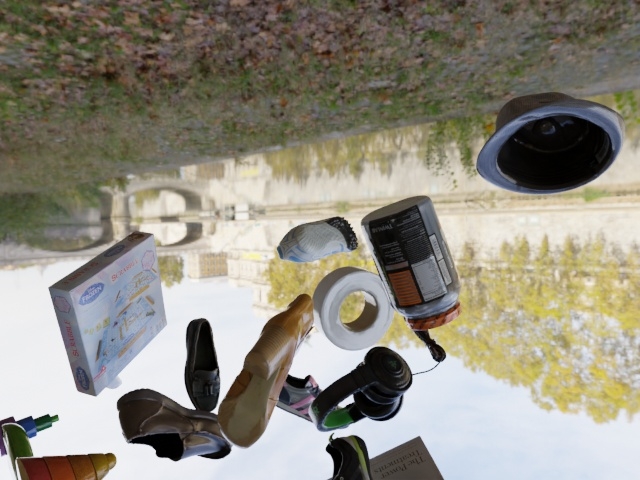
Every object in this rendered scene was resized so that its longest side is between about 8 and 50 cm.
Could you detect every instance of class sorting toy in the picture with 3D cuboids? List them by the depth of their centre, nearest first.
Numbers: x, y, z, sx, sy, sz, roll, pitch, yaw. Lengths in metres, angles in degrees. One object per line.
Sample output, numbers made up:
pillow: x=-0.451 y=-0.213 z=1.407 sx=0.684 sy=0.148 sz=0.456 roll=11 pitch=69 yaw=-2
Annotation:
sorting toy: x=-0.453 y=0.358 z=0.784 sx=0.126 sy=0.126 sz=0.366 roll=-13 pitch=-172 yaw=-41

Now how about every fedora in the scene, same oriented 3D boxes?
fedora: x=0.441 y=-0.207 z=0.911 sx=0.276 sy=0.124 sz=0.243 roll=10 pitch=144 yaw=-11

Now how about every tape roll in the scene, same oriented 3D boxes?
tape roll: x=0.114 y=0.233 z=1.607 sx=0.287 sy=0.285 sz=0.100 roll=-3 pitch=-172 yaw=-21

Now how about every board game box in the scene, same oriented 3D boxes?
board game box: x=-0.539 y=0.181 z=1.224 sx=0.066 sy=0.317 sz=0.318 roll=9 pitch=-153 yaw=14

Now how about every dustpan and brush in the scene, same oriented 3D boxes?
dustpan and brush: x=-0.677 y=0.398 z=1.401 sx=0.060 sy=0.147 sz=0.211 roll=-38 pitch=179 yaw=-23

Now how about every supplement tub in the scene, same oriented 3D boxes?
supplement tub: x=0.241 y=0.058 z=1.192 sx=0.194 sy=0.315 sz=0.193 roll=-21 pitch=-171 yaw=3

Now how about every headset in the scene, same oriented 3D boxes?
headset: x=0.145 y=0.349 z=1.193 sx=0.395 sy=0.185 sz=0.243 roll=-19 pitch=143 yaw=-17

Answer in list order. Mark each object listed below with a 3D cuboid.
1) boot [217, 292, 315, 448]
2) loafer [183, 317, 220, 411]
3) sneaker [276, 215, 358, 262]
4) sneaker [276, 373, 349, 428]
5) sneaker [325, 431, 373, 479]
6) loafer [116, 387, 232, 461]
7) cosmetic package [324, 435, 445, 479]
boot: x=-0.094 y=0.260 z=0.926 sx=0.104 sy=0.294 sz=0.211 roll=28 pitch=-149 yaw=13
loafer: x=-0.331 y=0.349 z=1.298 sx=0.096 sy=0.267 sz=0.084 roll=-3 pitch=166 yaw=-32
sneaker: x=0.000 y=0.000 z=0.976 sx=0.086 sy=0.085 sz=0.237 roll=-22 pitch=171 yaw=35
sneaker: x=-0.023 y=0.534 z=1.570 sx=0.319 sy=0.130 sz=0.112 roll=24 pitch=-170 yaw=-10
sneaker: x=0.061 y=0.530 z=0.981 sx=0.097 sy=0.084 sz=0.234 roll=8 pitch=-137 yaw=-25
loafer: x=-0.357 y=0.495 z=1.151 sx=0.134 sy=0.130 sz=0.366 roll=-33 pitch=131 yaw=17
cosmetic package: x=0.142 y=0.683 z=1.140 sx=0.378 sy=0.097 sz=0.284 roll=-24 pitch=-160 yaw=-3
